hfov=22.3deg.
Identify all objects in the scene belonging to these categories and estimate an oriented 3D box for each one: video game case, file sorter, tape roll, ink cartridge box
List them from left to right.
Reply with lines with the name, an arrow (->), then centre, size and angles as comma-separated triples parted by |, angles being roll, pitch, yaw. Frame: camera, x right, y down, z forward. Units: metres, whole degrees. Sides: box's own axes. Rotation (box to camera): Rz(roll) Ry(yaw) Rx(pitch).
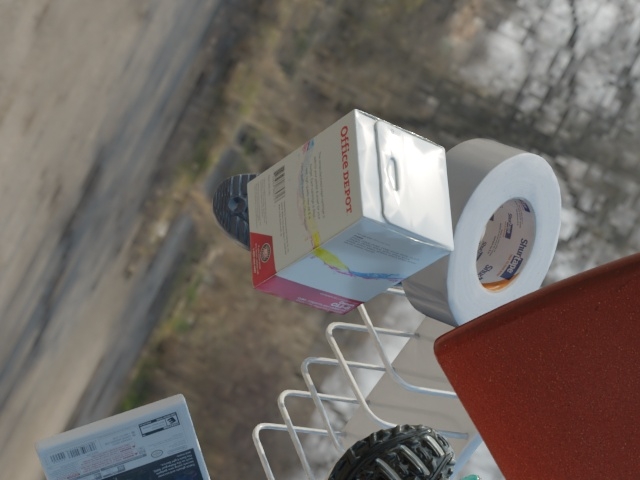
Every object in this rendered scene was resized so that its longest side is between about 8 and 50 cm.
video game case -> -0.241, 0.287, 2.024 | 0.022, 0.190, 0.173 | -118, -168, -54
ink cartridge box -> 0.029, -0.025, 1.644 | 0.176, 0.127, 0.128 | -32, -129, 42
file sorter -> 0.067, 0.214, 2.019 | 0.278, 0.173, 0.193 | -56, -140, 29
tape roll -> 0.187, -0.004, 1.880 | 0.219, 0.072, 0.219 | -24, 123, -42

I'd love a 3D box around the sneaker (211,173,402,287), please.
sneaker -> 0.000, 0.000, 2.089 | 0.131, 0.319, 0.112 | 157, -51, -69

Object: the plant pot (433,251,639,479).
plant pot -> 0.304, 0.115, 1.307 | 0.267, 0.267, 0.236 | -16, 163, -47

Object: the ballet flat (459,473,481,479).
ballet flat -> 0.165, 0.337, 2.072 | 0.114, 0.041, 0.041 | -34, -170, 19

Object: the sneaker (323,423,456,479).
sneaker -> 0.027, 0.293, 1.704 | 0.271, 0.100, 0.108 | -40, 167, -10
